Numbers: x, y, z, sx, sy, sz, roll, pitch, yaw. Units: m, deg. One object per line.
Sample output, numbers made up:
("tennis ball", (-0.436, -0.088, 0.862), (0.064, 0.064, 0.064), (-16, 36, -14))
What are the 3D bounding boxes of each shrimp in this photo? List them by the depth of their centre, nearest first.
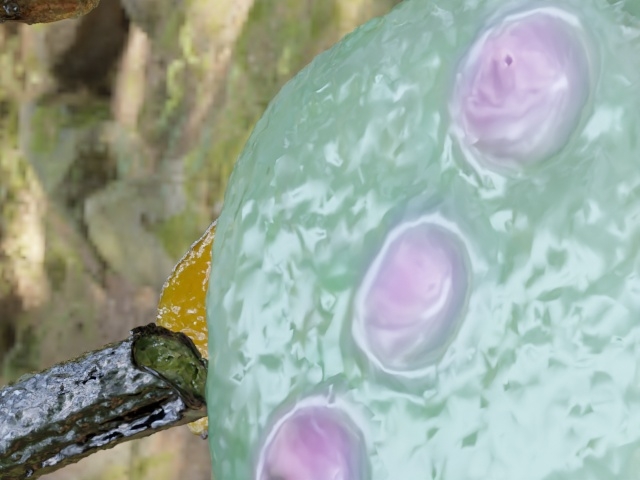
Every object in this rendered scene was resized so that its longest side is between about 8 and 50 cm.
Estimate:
("shrimp", (-0.286, -0.266, 1.640), (0.180, 0.041, 0.099), (-36, -73, -51))

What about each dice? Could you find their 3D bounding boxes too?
("dice", (0.152, 0.065, 0.777), (0.322, 0.318, 0.330), (-19, 66, 43))

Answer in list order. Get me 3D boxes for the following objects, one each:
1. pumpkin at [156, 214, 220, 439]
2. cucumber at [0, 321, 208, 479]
("pumpkin", (-0.005, -0.001, 1.156), (0.278, 0.111, 0.163), (-43, 0, 21))
("cucumber", (-0.180, 0.116, 0.961), (0.067, 0.245, 0.067), (57, -161, -31))
